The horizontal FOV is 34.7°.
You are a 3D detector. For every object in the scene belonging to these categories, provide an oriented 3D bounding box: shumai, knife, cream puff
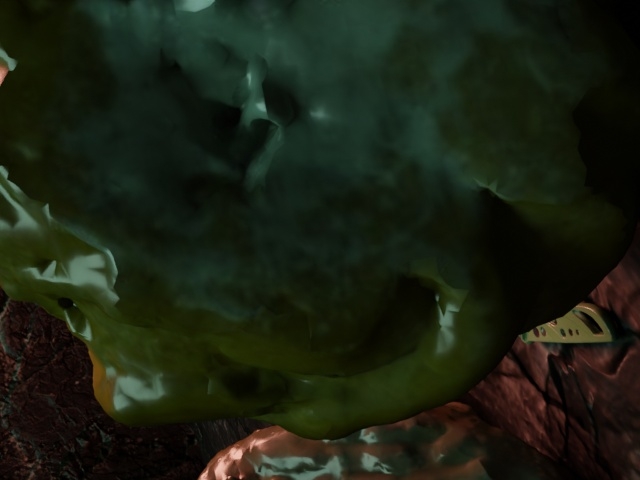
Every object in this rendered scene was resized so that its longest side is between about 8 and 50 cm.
[{"bbox_3d":[0.080,0.222,0.729,0.262,0.314,0.267,-8,-105,-60],"label":"shumai"},{"bbox_3d":[0.122,0.049,0.630,0.207,0.014,0.030,172,79,-73],"label":"knife"},{"bbox_3d":[-0.012,-0.047,0.502,0.270,0.323,0.274,-41,-57,-83],"label":"cream puff"}]
